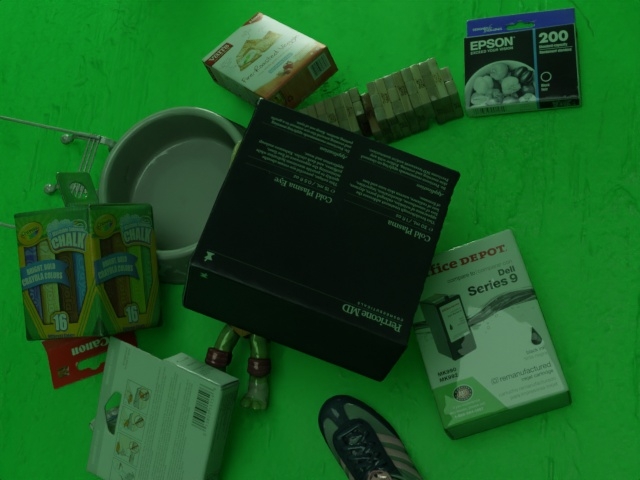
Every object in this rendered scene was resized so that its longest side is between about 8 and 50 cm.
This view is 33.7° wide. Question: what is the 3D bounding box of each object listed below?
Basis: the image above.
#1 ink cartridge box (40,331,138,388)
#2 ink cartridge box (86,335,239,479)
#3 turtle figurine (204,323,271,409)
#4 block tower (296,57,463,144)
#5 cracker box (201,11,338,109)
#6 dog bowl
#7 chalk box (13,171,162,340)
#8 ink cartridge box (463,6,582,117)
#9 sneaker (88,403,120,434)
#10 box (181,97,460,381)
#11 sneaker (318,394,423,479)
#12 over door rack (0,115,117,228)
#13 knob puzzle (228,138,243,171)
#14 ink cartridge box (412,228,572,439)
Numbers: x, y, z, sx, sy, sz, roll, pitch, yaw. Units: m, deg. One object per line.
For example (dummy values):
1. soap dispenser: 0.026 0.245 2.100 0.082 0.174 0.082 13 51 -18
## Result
1. ink cartridge box: -0.455 0.138 2.001 0.189 0.066 0.232 -20 63 9
2. ink cartridge box: -0.275 0.321 1.815 0.238 0.060 0.275 22 108 26
3. turtle figurine: -0.131 0.151 1.804 0.274 0.197 0.266 14 93 61
4. block tower: 0.088 -0.226 1.948 0.335 0.097 0.091 -19 63 7
5. cracker box: -0.099 -0.333 2.004 0.155 0.067 0.232 -43 45 -12
6. dog bowl: -0.262 -0.096 2.001 0.348 0.102 0.349 -5 71 14
7. chalk box: -0.408 0.021 1.863 0.179 0.180 0.289 -4 92 29
8. ink cartridge box: 0.366 -0.334 1.933 0.206 0.045 0.208 -5 69 15
9. sneaker: -0.319 0.316 1.898 0.190 0.071 0.083 -36 72 11
10. box: 0.000 0.000 1.646 0.343 0.179 0.313 21 62 0
11. sneaker: 0.096 0.371 1.715 0.112 0.131 0.319 -40 65 0
12. over door rack: -0.586 -0.125 2.086 0.324 0.108 0.240 15 76 -1
13. knob puzzle: -0.099 -0.109 1.921 0.030 0.213 0.213 -35 62 33
14. ink cartridge box: 0.266 0.155 1.747 0.211 0.121 0.289 -19 67 8
